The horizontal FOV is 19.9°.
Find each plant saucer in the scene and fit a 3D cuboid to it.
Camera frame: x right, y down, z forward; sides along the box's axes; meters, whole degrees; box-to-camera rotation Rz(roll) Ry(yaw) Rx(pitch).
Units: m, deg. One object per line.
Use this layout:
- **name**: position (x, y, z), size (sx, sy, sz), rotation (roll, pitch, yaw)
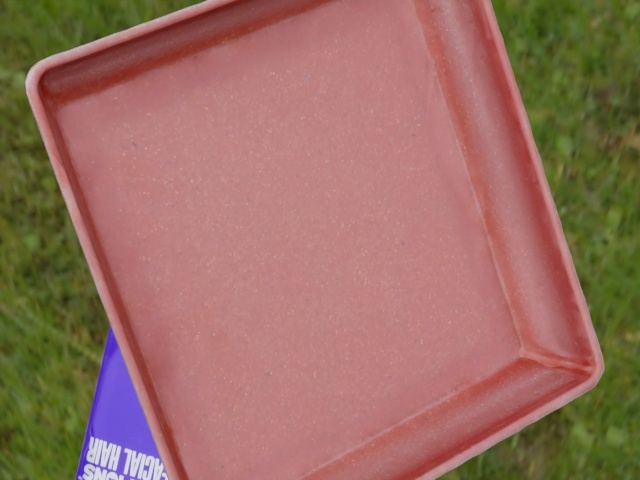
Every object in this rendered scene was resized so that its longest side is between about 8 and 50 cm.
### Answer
- **plant saucer**: position (0.000, 0.000, 0.887), size (0.259, 0.047, 0.258), rotation (-25, 102, -30)

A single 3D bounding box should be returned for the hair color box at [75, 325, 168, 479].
- **hair color box**: position (-0.081, 0.089, 1.371), size (0.110, 0.185, 0.339), rotation (14, 95, 20)
